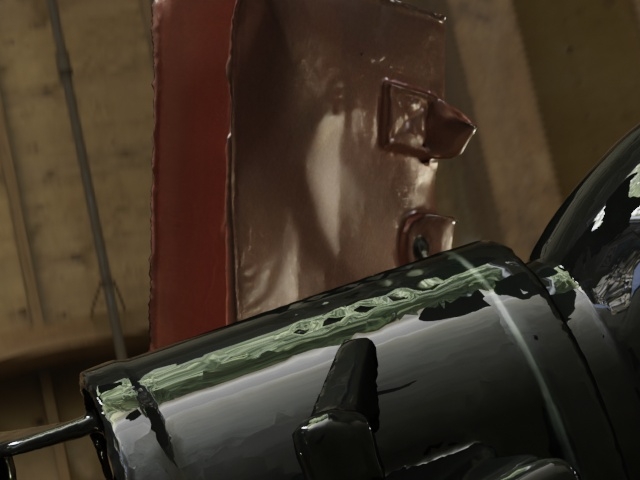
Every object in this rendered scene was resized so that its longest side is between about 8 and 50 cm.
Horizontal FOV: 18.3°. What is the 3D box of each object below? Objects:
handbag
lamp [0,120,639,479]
[{"bbox_3d":[0.000,0.000,0.819,0.059,0.157,0.213,-5,-99,39],"label":"handbag"},{"bbox_3d":[0.038,0.050,0.441,0.227,0.172,0.147,-20,-86,-12],"label":"lamp"}]
